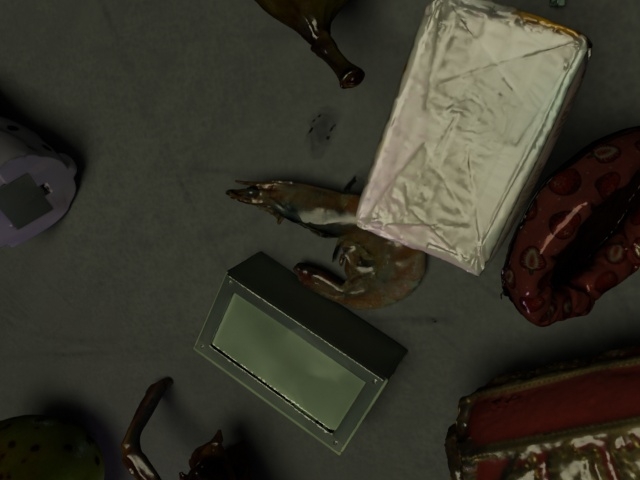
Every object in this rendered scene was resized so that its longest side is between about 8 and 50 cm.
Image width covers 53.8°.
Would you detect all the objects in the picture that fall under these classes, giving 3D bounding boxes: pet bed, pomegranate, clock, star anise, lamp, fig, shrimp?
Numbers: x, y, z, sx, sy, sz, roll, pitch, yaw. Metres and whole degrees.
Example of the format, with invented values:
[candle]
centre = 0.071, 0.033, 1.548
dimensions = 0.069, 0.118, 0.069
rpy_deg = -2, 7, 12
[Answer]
[pet bed]
centre = 0.237, -0.009, 0.548
dimensions = 0.053, 0.201, 0.201
rpy_deg = 48, 124, 40
[pomegranate]
centre = -0.455, 0.415, 0.996
dimensions = 0.231, 0.231, 0.285
rpy_deg = 13, 122, 21
[clock]
centre = -0.482, -0.131, 0.868
dimensions = 0.254, 0.189, 0.189
rpy_deg = 45, 119, 13
[star anise]
centre = -0.161, 0.342, 0.856
dimensions = 0.148, 0.237, 0.346
rpy_deg = -32, 68, 3
[lamp]
centre = 0.261, 0.201, 0.607
dimensions = 0.274, 0.177, 0.177
rpy_deg = -20, 96, 31
[fig]
centre = -0.013, -0.267, 0.595
dimensions = 0.170, 0.146, 0.274
rpy_deg = -21, 81, 30
[shrimp]
centre = -0.001, 0.001, 0.736
dimensions = 0.251, 0.052, 0.143
rpy_deg = 23, 117, 17

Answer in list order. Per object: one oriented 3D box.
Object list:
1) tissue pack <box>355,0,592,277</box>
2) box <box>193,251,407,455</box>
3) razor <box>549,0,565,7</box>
[tissue pack]
centre = 0.139, -0.102, 0.538
dimensions = 0.124, 0.225, 0.185
rpy_deg = 24, 115, 16
[box]
centre = -0.028, 0.135, 0.771
dimensions = 0.225, 0.086, 0.129
rpy_deg = 33, 117, 12
[razor]
centre = 0.133, -0.253, 0.601
dimensions = 0.191, 0.037, 0.068
rpy_deg = 6, 109, 24
